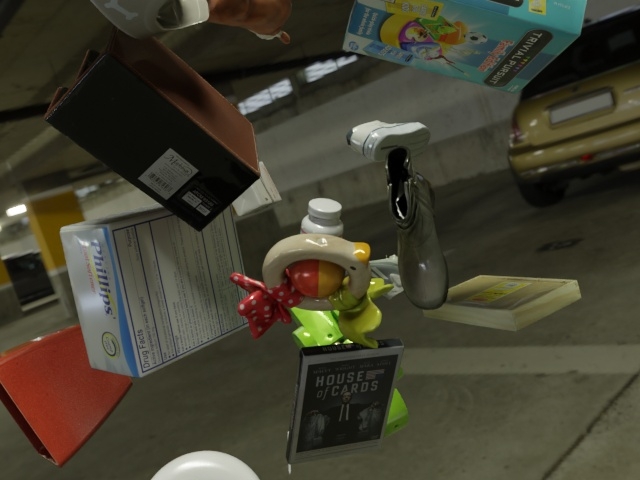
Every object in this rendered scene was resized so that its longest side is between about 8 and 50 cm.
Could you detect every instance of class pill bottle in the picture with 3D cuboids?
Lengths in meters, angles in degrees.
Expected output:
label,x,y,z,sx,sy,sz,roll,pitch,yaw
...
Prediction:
label,x,y,z,sx,sy,sz,roll,pitch,yaw
pill bottle,0.000,0.000,1.386,0.087,0.160,0.087,6,26,-3
pill bottle,-0.180,0.413,1.032,0.181,0.182,0.323,-21,-12,-17

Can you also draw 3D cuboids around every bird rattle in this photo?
label,x,y,z,sx,sy,sz,roll,pitch,yaw
bird rattle,-0.014,0.059,1.044,0.253,0.207,0.143,12,48,5

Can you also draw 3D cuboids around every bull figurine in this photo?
label,x,y,z,sx,sy,sz,roll,pitch,yaw
bull figurine,-0.114,-0.470,1.297,0.188,0.101,0.310,-58,-13,25

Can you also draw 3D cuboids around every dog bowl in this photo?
label,x,y,z,sx,sy,sz,roll,pitch,yaw
dog bowl,-0.289,-0.441,0.943,0.102,0.349,0.349,-26,5,10

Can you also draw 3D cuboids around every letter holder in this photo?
label,x,y,z,sx,sy,sz,roll,pitch,yaw
letter holder,-0.262,-0.199,1.124,0.152,0.302,0.214,-39,32,19

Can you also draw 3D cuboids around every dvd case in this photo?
label,x,y,z,sx,sy,sz,roll,pitch,yaw
dvd case,0.039,0.276,1.164,0.179,0.239,0.030,-3,31,-19

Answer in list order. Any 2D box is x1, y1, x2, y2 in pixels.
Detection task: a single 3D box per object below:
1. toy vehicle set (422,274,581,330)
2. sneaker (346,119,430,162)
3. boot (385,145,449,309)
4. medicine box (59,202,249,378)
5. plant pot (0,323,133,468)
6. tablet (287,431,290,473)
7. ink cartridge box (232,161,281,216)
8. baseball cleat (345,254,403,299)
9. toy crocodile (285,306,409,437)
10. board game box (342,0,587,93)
label,x,y,z,sx,sy,sz,roll,pitch,yaw
toy vehicle set,0.335,0.113,1.299,0.165,0.035,0.267,-20,8,-25
sneaker,0.152,-0.225,1.471,0.091,0.094,0.258,34,23,27
boot,0.143,-0.016,1.103,0.083,0.247,0.161,-11,-17,19
medicine box,-0.287,0.069,1.245,0.149,0.264,0.289,-1,13,39
plant pot,-0.601,0.330,1.583,0.235,0.267,0.267,-36,11,-31
tablet,-0.065,0.440,1.414,0.006,0.083,0.054,-1,-16,-3
ink cartridge box,-0.150,-0.119,1.532,0.060,0.104,0.180,-27,1,17
baseball cleat,0.129,0.095,1.647,0.205,0.110,0.072,-11,-11,-14
toy crocodile,0.048,0.227,1.323,0.115,0.340,0.105,-36,-23,-19
board game box,0.221,-0.360,1.130,0.335,0.079,0.254,14,-9,-3
